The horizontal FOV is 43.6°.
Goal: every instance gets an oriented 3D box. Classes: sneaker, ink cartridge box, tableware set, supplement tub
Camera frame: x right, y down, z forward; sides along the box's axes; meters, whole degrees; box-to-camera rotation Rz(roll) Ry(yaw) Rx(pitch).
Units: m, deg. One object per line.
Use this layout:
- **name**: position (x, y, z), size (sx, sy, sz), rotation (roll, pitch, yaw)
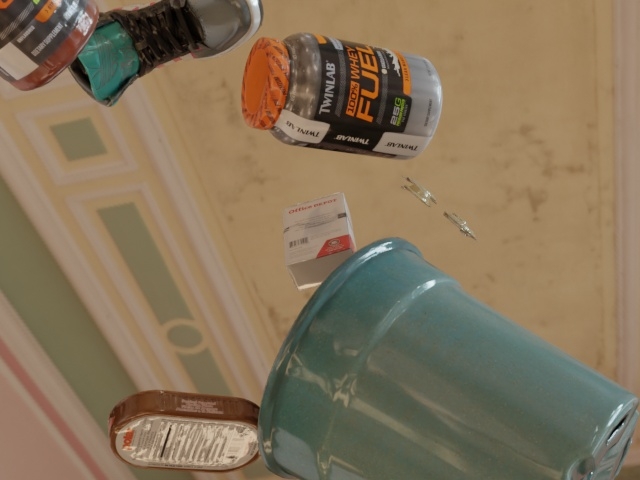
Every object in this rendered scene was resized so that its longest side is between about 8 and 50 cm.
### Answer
- **sneaker**: position (-0.228, -0.257, 1.026), size (0.295, 0.178, 0.124), rotation (-4, -60, 38)
- **ink cartridge box**: position (0.000, 0.000, 1.176), size (0.099, 0.135, 0.056), rotation (-16, -52, 8)
- **tableware set**: position (0.197, -0.053, 1.331), size (0.168, 0.141, 0.020), rotation (40, -79, 8)
- **supplement tub**: position (0.021, -0.151, 0.839), size (0.190, 0.117, 0.117), rotation (4, -46, -25)
- **supplement tub**: position (-0.284, -0.219, 0.643), size (0.106, 0.106, 0.198), rotation (-28, -48, 23)

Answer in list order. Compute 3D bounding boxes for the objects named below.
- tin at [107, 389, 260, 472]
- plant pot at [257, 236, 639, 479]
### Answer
- **tin**: position (-0.154, 0.227, 0.941), size (0.189, 0.040, 0.106), rotation (9, -60, -19)
- **plant pot**: position (0.160, 0.217, 0.940), size (0.334, 0.341, 0.341), rotation (28, -39, 32)
